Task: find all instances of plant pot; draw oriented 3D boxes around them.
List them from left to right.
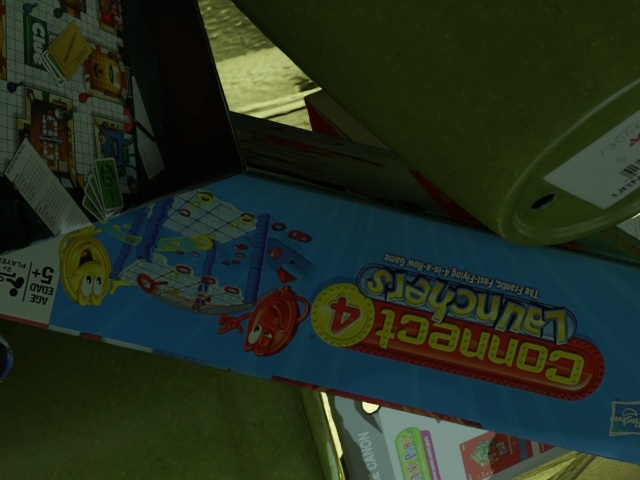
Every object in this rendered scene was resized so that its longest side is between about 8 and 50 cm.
[{"bbox_3d":[-0.129,0.112,1.098,0.254,0.276,0.276,-16,157,-1],"label":"plant pot"},{"bbox_3d":[0.064,-0.155,0.654,0.275,0.293,0.275,-25,157,-11],"label":"plant pot"}]

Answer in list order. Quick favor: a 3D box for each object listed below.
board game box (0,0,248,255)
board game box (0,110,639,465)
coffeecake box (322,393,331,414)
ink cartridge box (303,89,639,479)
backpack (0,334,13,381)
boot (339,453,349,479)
[{"bbox_3d":[-0.125,-0.128,0.577,0.136,0.259,0.030,-19,-169,-19],"label":"board game box"},{"bbox_3d":[0.000,0.000,0.797,0.302,0.086,0.308,14,-172,-4],"label":"board game box"},{"bbox_3d":[-0.076,0.153,1.455,0.185,0.068,0.142,-32,159,7],"label":"coffeecake box"},{"bbox_3d":[0.101,0.023,1.132,0.272,0.130,0.309,-23,127,-12],"label":"ink cartridge box"},{"bbox_3d":[-0.292,0.065,0.820,0.276,0.213,0.263,-16,167,-44],"label":"backpack"},{"bbox_3d":[0.123,0.133,1.460,0.367,0.146,0.445,-52,167,-16],"label":"boot"}]
